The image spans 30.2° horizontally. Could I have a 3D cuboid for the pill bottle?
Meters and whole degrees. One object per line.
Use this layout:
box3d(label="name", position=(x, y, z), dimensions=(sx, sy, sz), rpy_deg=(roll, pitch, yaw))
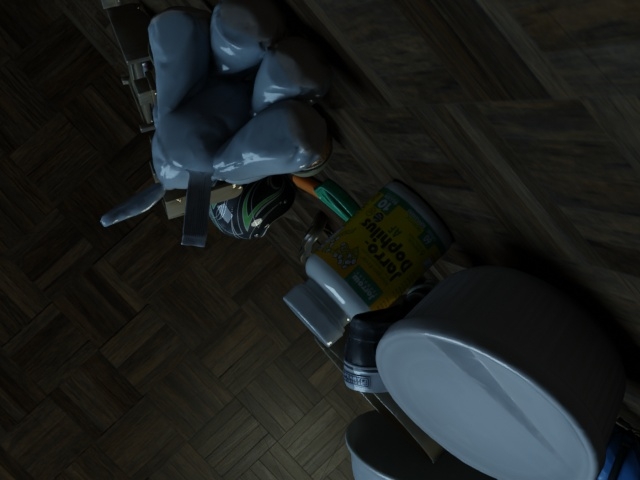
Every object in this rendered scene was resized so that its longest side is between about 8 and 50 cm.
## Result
box3d(label="pill bottle", position=(0.056, 0.033, 1.507), dimensions=(0.117, 0.208, 0.117), rpy_deg=(47, 174, 7))

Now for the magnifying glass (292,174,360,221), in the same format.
box3d(label="magnifying glass", position=(0.009, -0.076, 1.979), dimensions=(0.092, 0.026, 0.231), rpy_deg=(50, 173, -28))

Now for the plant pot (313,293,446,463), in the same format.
box3d(label="plant pot", position=(0.154, 0.196, 1.941), dimensions=(0.284, 0.191, 0.284), rpy_deg=(46, 174, 6))

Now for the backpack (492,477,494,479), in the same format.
box3d(label="backpack", position=(0.386, 0.463, 2.091), dimensions=(0.182, 0.152, 0.115), rpy_deg=(29, -172, -35))

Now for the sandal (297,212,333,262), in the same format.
box3d(label="sandal", position=(0.000, 0.000, 2.335), dimensions=(0.060, 0.090, 0.219), rpy_deg=(25, 165, 1))

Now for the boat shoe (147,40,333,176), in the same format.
box3d(label="boat shoe", position=(-0.106, -0.208, 1.598), dimensions=(0.302, 0.113, 0.103), rpy_deg=(36, 171, 6))

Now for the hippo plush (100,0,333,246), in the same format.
box3d(label="hippo plush", position=(-0.077, -0.133, 1.399), dimensions=(0.234, 0.294, 0.236), rpy_deg=(13, -177, 18))

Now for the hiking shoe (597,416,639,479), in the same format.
box3d(label="hiking shoe", position=(0.347, 0.250, 1.453), dimensions=(0.113, 0.132, 0.304), rpy_deg=(0, -116, -66))

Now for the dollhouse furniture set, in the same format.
box3d(label="dollhouse furniture set", position=(-0.264, -0.275, 2.187), dimensions=(0.303, 0.174, 0.355), rpy_deg=(91, 159, -57))

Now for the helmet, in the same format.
box3d(label="helmet", position=(-0.148, -0.088, 2.308), dimensions=(0.169, 0.161, 0.169), rpy_deg=(46, 174, 7))

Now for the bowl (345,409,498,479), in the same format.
box3d(label="bowl", position=(0.179, 0.412, 2.052), dimensions=(0.298, 0.134, 0.298), rpy_deg=(8, -162, -3))

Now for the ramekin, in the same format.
box3d(label="ramekin", position=(0.205, 0.144, 1.287), dimensions=(0.273, 0.127, 0.273), rpy_deg=(30, 153, 18))

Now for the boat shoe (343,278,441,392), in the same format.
box3d(label="boat shoe", position=(0.140, 0.103, 1.479), dimensions=(0.113, 0.306, 0.104), rpy_deg=(13, 107, 45))
